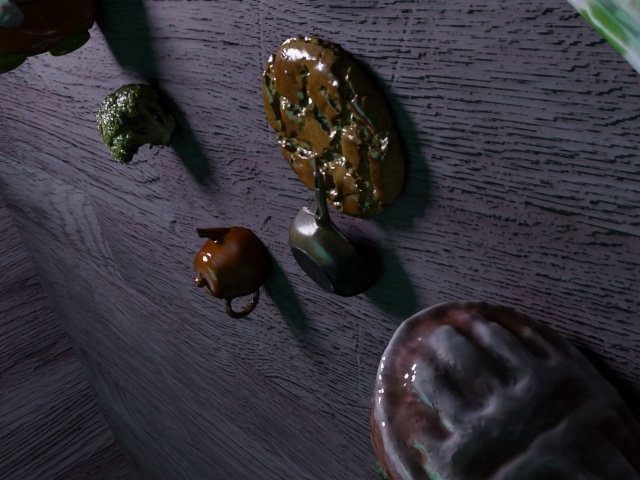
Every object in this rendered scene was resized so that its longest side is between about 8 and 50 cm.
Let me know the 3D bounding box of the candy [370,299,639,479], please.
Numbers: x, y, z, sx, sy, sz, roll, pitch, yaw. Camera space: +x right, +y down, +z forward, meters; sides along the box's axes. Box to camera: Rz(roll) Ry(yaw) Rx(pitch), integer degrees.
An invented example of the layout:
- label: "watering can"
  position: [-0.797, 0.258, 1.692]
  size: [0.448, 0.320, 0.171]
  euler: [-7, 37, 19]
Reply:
- label: "candy"
  position: [0.172, 0.195, 0.804]
  size: [0.289, 0.214, 0.157]
  euler: [50, 158, 21]

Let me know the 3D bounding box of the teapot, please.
- label: "teapot"
  position: [-0.142, 0.045, 1.328]
  size: [0.116, 0.116, 0.173]
  euler: [22, 136, 52]

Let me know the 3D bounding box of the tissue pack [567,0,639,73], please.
- label: "tissue pack"
  position: [0.231, -0.123, 0.351]
  size: [0.310, 0.228, 0.128]
  euler: [52, 152, 16]

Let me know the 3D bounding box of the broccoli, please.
- label: "broccoli"
  position: [-0.286, -0.182, 1.355]
  size: [0.120, 0.130, 0.131]
  euler: [22, 132, -3]

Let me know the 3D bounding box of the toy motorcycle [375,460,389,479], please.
- label: "toy motorcycle"
  position: [0.180, 0.289, 0.989]
  size: [0.275, 0.127, 0.205]
  euler: [47, 154, 18]

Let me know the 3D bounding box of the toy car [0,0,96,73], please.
- label: "toy car"
  position: [-0.427, -0.372, 1.304]
  size: [0.145, 0.235, 0.235]
  euler: [60, 154, -2]

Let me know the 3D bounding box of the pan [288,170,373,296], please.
- label: "pan"
  position: [-0.010, -0.005, 1.051]
  size: [0.128, 0.048, 0.202]
  euler: [26, 152, 51]

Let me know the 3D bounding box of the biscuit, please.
- label: "biscuit"
  position: [0.007, -0.120, 0.968]
  size: [0.226, 0.042, 0.225]
  euler: [40, 148, 32]
